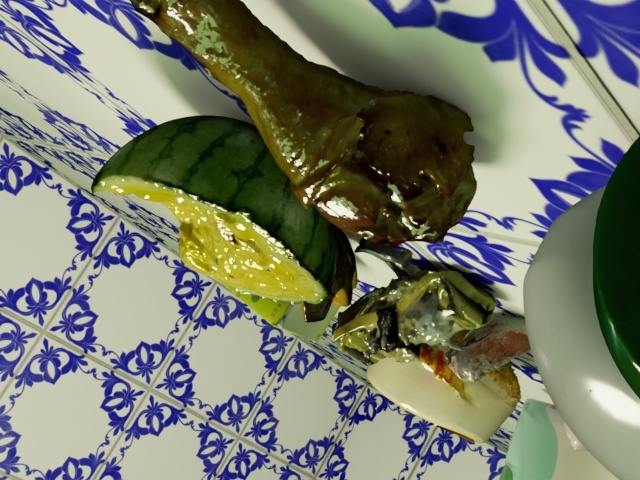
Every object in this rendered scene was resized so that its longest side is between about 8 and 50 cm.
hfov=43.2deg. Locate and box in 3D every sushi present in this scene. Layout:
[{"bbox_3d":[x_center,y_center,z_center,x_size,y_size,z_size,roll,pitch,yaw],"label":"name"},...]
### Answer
[{"bbox_3d":[0.149,0.127,1.234,0.139,0.131,0.291,30,141,-27],"label":"sushi"}]

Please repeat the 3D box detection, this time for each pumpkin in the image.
[{"bbox_3d":[0.000,0.000,1.273,0.130,0.149,0.254,-5,-149,-15],"label":"pumpkin"}]

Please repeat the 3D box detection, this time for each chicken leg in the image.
[{"bbox_3d":[-0.002,-0.104,0.683,0.361,0.140,0.211,33,177,-30],"label":"chicken leg"}]

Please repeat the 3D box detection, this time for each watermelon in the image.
[{"bbox_3d":[-0.112,-0.059,1.059,0.330,0.189,0.331,16,164,5],"label":"watermelon"},{"bbox_3d":[0.248,0.162,1.206,0.187,0.139,0.071,-31,86,43],"label":"watermelon"}]

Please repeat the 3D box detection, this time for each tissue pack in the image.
[{"bbox_3d":[0.500,0.463,1.468,0.193,0.266,0.356,22,173,-25],"label":"tissue pack"}]

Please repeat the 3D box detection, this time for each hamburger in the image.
[{"bbox_3d":[0.221,0.227,1.432,0.294,0.179,0.276,31,180,-38],"label":"hamburger"}]

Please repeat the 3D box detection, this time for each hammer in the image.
[{"bbox_3d":[0.132,0.057,1.322,0.103,0.029,0.246,24,168,31],"label":"hammer"}]

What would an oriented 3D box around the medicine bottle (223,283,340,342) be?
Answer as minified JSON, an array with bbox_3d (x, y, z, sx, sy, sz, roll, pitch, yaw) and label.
[{"bbox_3d":[-0.081,0.057,1.469,0.250,0.137,0.141,34,-176,38],"label":"medicine bottle"}]

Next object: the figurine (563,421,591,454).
[{"bbox_3d":[0.463,0.295,1.275,0.112,0.137,0.229,63,164,2],"label":"figurine"}]

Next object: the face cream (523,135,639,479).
[{"bbox_3d":[0.282,0.075,0.515,0.312,0.219,0.357,26,167,26],"label":"face cream"}]
